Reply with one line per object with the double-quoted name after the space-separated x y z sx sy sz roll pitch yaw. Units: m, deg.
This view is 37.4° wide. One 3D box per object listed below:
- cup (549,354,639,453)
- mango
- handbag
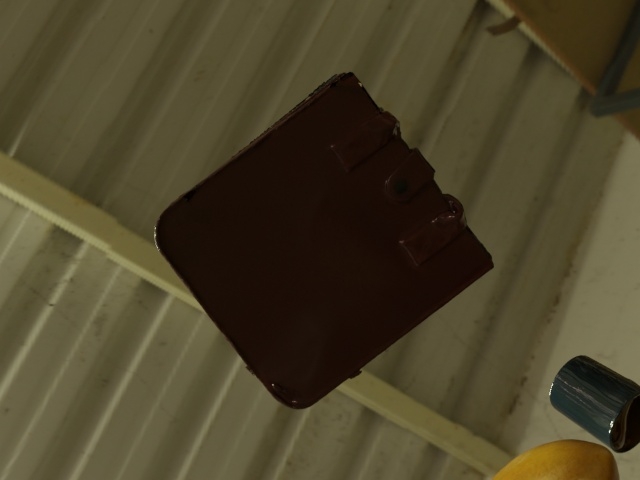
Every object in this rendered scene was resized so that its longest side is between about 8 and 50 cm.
0.476 0.273 1.578 0.150 0.138 0.113 29 -87 -42 "cup"
0.271 0.342 1.169 0.138 0.187 0.257 33 -75 4 "mango"
0.000 0.000 0.971 0.276 0.084 0.260 -36 -85 2 "handbag"
